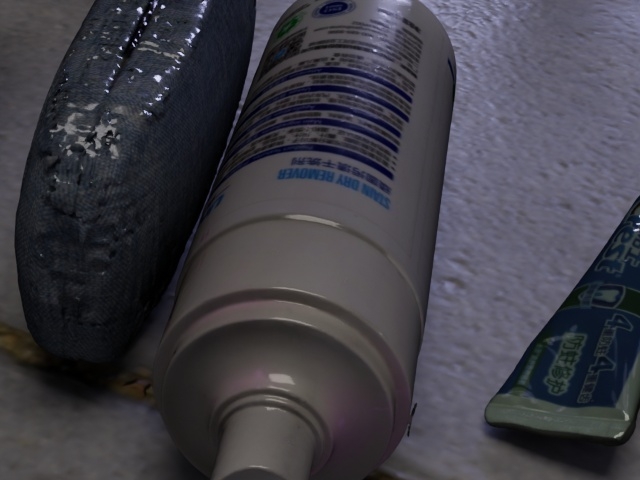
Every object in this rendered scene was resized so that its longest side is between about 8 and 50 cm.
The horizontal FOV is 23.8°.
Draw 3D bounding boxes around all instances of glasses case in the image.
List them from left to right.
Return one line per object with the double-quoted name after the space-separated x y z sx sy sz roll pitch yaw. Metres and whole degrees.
-0.069 -0.059 0.632 0.067 0.109 0.282 10 34 -1 "glasses case"

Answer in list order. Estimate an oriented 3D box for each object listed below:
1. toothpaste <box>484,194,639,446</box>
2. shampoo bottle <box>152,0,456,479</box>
0.126 0.023 0.624 0.057 0.035 0.197 7 31 27 "toothpaste"
0.000 0.000 0.577 0.092 0.092 0.303 10 33 1 "shampoo bottle"
